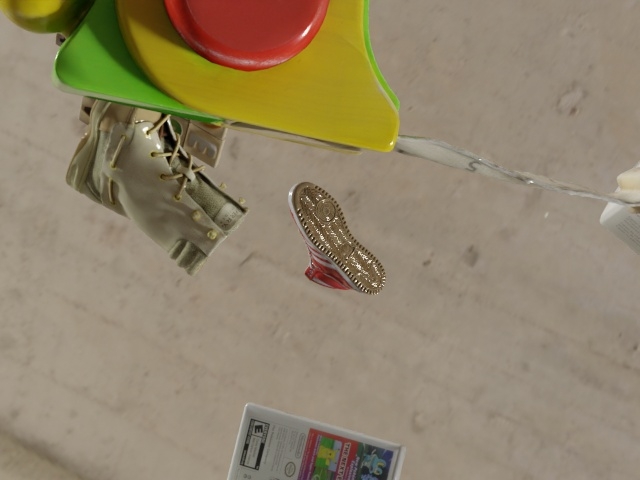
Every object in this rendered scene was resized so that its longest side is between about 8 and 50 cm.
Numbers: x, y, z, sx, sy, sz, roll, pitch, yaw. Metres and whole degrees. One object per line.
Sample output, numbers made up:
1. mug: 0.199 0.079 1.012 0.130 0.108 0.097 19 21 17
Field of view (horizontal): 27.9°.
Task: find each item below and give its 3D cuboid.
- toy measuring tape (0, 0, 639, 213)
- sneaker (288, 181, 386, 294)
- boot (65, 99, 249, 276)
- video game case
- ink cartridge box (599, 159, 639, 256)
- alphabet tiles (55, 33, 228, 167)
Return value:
1. toy measuring tape: 0.022 -0.095 0.581 0.330 0.121 0.121 11 -61 -13
2. sneaker: 0.000 0.000 1.092 0.118 0.042 0.067 52 -24 -21
3. boot: -0.132 -0.071 1.164 0.165 0.077 0.213 39 -43 3
4. video game case: -0.018 0.291 1.363 0.183 0.023 0.201 13 -93 21
5. ink cartridge box: 0.343 -0.035 0.987 0.158 0.092 0.218 40 -27 -1
6. alphabet tiles: -0.167 -0.172 1.234 0.198 0.009 0.237 30 -44 7
